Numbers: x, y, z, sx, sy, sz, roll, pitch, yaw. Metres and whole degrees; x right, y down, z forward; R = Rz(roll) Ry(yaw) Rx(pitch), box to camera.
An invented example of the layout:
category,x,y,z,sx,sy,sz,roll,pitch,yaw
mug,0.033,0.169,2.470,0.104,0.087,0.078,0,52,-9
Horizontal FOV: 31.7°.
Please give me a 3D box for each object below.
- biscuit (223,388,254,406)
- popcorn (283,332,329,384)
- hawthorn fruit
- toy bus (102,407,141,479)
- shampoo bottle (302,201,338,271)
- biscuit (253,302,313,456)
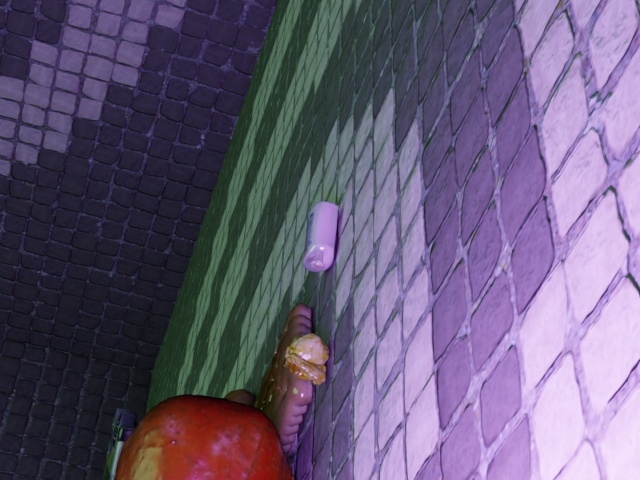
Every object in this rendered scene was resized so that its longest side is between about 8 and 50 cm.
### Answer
category,x,y,z,sx,sy,sz,roll,pitch,yaw
biscuit,-0.157,0.340,2.001,0.118,0.061,0.183,124,158,-56
popcorn,-0.018,0.162,1.528,0.083,0.059,0.068,-108,32,-54
hawthorn fruit,-0.156,0.365,1.494,0.300,0.254,0.254,-93,20,-48
toy bus,-0.363,0.504,2.428,0.440,0.209,0.249,152,130,-76
shampoo bottle,0.000,0.000,1.679,0.072,0.043,0.099,118,161,-53
biscuit,-0.075,0.273,1.721,0.217,0.044,0.325,-90,17,-55
